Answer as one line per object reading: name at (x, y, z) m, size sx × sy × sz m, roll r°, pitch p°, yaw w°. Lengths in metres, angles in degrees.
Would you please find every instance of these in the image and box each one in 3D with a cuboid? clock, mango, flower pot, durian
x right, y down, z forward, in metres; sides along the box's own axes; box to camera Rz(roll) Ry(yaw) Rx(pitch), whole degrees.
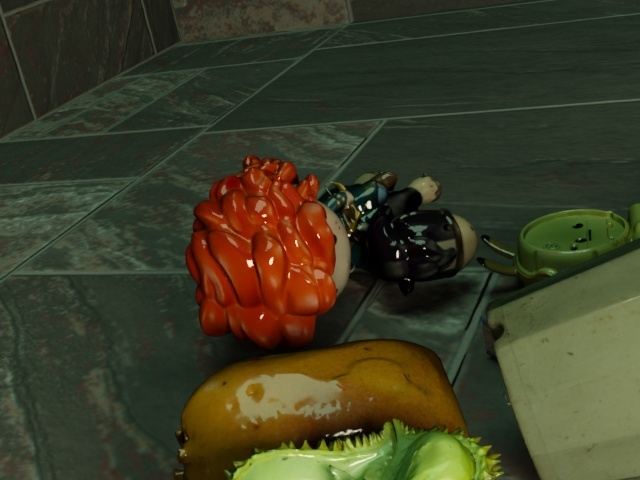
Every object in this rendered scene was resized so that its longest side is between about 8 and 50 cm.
clock at (0.325, 0.016, 1.247) m, size 0.232 × 0.069 × 0.170 m, roll -5°, pitch 24°, yaw 16°
mango at (-0.001, 0.180, 0.924) m, size 0.287 × 0.152 × 0.201 m, roll -8°, pitch -12°, yaw -20°
flower pot at (0.299, 0.108, 0.846) m, size 0.259 × 0.290 × 0.290 m, roll -21°, pitch 21°, yaw 13°
durian at (0.030, 0.245, 0.729) m, size 0.237 × 0.176 × 0.200 m, roll -15°, pitch 14°, yaw -22°

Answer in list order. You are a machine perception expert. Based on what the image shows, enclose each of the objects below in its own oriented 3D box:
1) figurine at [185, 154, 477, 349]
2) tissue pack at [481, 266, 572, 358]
figurine at (0.012, 0.002, 1.271) m, size 0.412 × 0.241 × 0.306 m, roll -6°, pitch 34°, yaw -27°
tissue pack at (0.280, 0.094, 1.094) m, size 0.155 × 0.065 × 0.115 m, roll -24°, pitch 25°, yaw -27°
